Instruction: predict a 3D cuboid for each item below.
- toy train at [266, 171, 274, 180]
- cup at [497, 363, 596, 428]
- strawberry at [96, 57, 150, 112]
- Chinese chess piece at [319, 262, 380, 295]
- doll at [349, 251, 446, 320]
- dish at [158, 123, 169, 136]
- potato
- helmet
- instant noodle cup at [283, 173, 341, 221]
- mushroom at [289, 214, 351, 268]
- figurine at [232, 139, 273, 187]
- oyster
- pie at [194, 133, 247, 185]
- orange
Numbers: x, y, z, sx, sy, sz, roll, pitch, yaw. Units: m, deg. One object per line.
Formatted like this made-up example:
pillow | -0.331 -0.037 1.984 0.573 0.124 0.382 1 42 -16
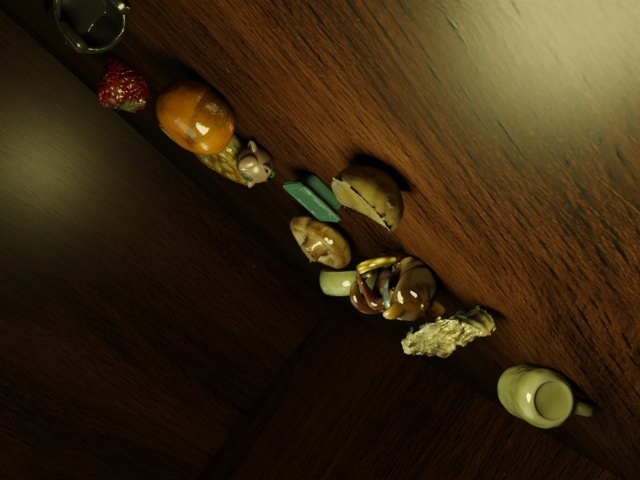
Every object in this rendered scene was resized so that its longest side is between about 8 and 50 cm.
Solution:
toy train | -0.229 -0.243 2.042 0.044 0.042 0.209 43 170 -27
cup | 0.690 0.498 1.702 0.255 0.173 0.202 39 172 -1
strawberry | -0.731 -0.570 2.051 0.184 0.187 0.201 173 84 -68
Chinese chess piece | 0.112 0.144 2.083 0.238 0.237 0.092 -173 77 -72
doll | 0.241 0.143 1.749 0.318 0.209 0.340 7 177 -11
dish | -0.513 -0.422 2.070 0.221 0.108 0.262 44 169 -35
potato | 0.101 -0.121 1.258 0.138 0.098 0.243 49 172 -33
helmet | -0.584 -0.574 1.399 0.193 0.189 0.216 45 177 20
instant noodle cup | -0.013 -0.134 1.683 0.179 0.070 0.157 43 168 -21
mushroom | 0.000 0.000 2.028 0.278 0.146 0.278 39 163 14
figurine | -0.212 -0.240 1.768 0.125 0.125 0.138 40 152 -8
oyster | 0.379 0.277 1.641 0.351 0.238 0.115 -38 69 54
pie | -0.345 -0.309 1.935 0.315 0.092 0.315 28 161 11
orange | -0.358 -0.358 1.612 0.240 0.171 0.240 30 165 9
